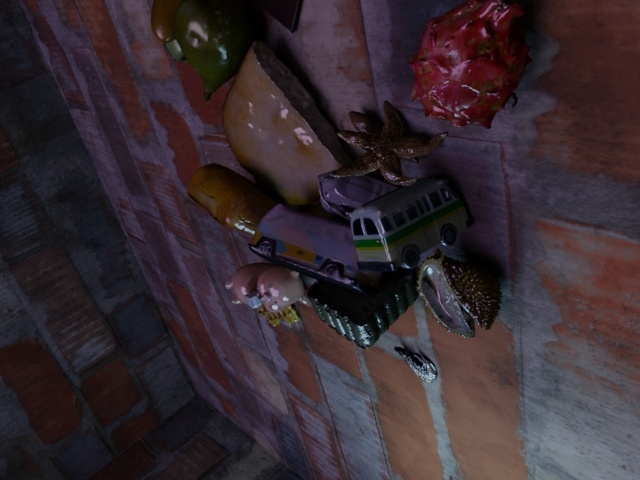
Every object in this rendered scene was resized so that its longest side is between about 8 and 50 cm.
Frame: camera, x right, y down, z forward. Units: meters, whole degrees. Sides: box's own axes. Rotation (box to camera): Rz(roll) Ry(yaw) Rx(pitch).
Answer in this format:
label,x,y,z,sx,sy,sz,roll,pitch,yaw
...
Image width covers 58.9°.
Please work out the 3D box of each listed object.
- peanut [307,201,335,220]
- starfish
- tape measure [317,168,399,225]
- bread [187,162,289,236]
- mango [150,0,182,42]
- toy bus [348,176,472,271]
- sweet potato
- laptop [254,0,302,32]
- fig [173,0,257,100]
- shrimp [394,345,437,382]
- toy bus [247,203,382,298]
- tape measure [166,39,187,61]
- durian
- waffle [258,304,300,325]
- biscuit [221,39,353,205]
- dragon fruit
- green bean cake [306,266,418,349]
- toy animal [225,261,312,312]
label,x,y,z,sx,sy,sz,roll,pitch,yaw
peanut,0.000,0.000,1.761,0.147,0.147,0.305,36,139,29
starfish,0.147,-0.218,1.306,0.062,0.277,0.235,48,-156,-64
tape measure,0.098,-0.101,1.498,0.236,0.120,0.197,23,160,6
bread,-0.227,-0.115,1.818,0.328,0.147,0.337,23,-170,-42
mango,-0.401,-0.669,1.601,0.139,0.253,0.113,14,165,7
toy bus,0.204,-0.043,1.298,0.134,0.276,0.164,-2,111,55
sweet potato,0.154,-0.249,1.381,0.218,0.051,0.065,38,-179,16
laptop,-0.121,-0.642,1.423,0.207,0.026,0.153,44,145,17
fig,-0.309,-0.550,1.564,0.314,0.233,0.233,-20,102,55
shrimp,0.306,0.382,1.793,0.161,0.034,0.091,43,135,9
toy bus,-0.006,0.017,1.555,0.387,0.162,0.171,17,170,31
tape measure,-0.388,-0.600,1.712,0.177,0.154,0.087,-22,102,54
durian,0.341,0.105,1.376,0.193,0.138,0.237,12,131,53
waffle,-0.208,0.244,2.337,0.301,0.058,0.281,11,128,48
biscuit,-0.109,-0.288,1.642,0.429,0.104,0.446,46,148,-4
dragon fruit,0.271,-0.331,1.016,0.205,0.210,0.268,12,147,-6
green bean cake,0.123,0.155,1.617,0.241,0.255,0.132,22,144,43
toy animal,-0.193,0.167,2.092,0.256,0.213,0.195,15,126,46
